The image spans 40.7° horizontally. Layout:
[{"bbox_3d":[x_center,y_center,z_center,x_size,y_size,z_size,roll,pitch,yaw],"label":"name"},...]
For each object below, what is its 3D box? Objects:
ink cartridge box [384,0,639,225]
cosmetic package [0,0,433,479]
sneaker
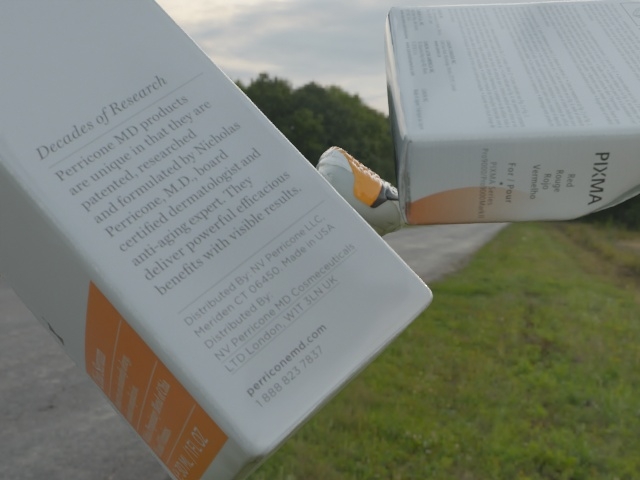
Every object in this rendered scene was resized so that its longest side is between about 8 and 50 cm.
[{"bbox_3d":[0.120,-0.063,0.380,0.179,0.045,0.145,1,35,1],"label":"ink cartridge box"},{"bbox_3d":[-0.158,-0.040,0.629,0.161,0.453,0.230,-38,-11,-27],"label":"cosmetic package"},{"bbox_3d":[0.000,0.000,0.809,0.099,0.121,0.262,36,-14,-5],"label":"sneaker"}]
